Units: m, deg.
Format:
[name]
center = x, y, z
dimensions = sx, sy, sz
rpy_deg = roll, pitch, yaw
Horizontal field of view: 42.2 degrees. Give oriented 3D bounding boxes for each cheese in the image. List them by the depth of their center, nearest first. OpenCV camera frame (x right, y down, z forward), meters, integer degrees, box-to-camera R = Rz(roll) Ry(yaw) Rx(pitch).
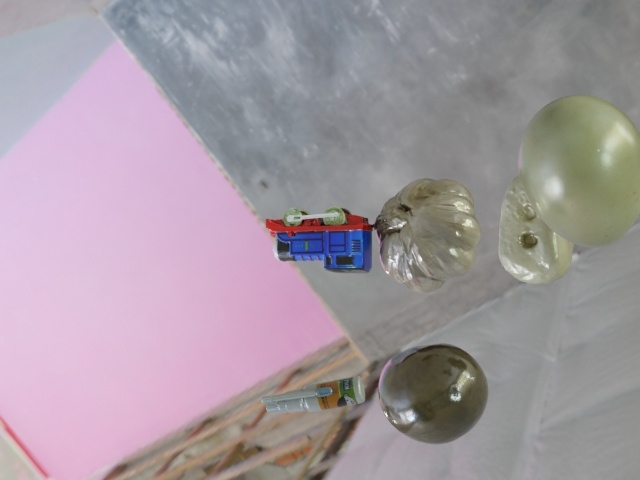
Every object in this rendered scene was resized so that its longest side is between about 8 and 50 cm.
[cheese]
center = 0.531, -0.024, 2.050
dimensions = 0.174, 0.251, 0.247
rpy_deg = 2, -124, 25

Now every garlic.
[garlic]
center = 0.199, -0.017, 1.590
dimensions = 0.228, 0.227, 0.152
rpy_deg = -35, 143, 23

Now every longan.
[longan]
center = 0.178, 0.241, 1.325
dimensions = 0.167, 0.167, 0.187
rpy_deg = -40, -152, -18

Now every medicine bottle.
[medicine bottle]
center = -0.017, 0.346, 1.837
dimensions = 0.221, 0.061, 0.092
rpy_deg = -12, 155, 10

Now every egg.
[egg]
center = 0.409, -0.103, 1.285
dimensions = 0.189, 0.253, 0.188
rpy_deg = -21, -152, 12

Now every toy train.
[toy train]
center = 0.000, 0.000, 1.627
dimensions = 0.204, 0.131, 0.083
rpy_deg = -1, 179, 18
